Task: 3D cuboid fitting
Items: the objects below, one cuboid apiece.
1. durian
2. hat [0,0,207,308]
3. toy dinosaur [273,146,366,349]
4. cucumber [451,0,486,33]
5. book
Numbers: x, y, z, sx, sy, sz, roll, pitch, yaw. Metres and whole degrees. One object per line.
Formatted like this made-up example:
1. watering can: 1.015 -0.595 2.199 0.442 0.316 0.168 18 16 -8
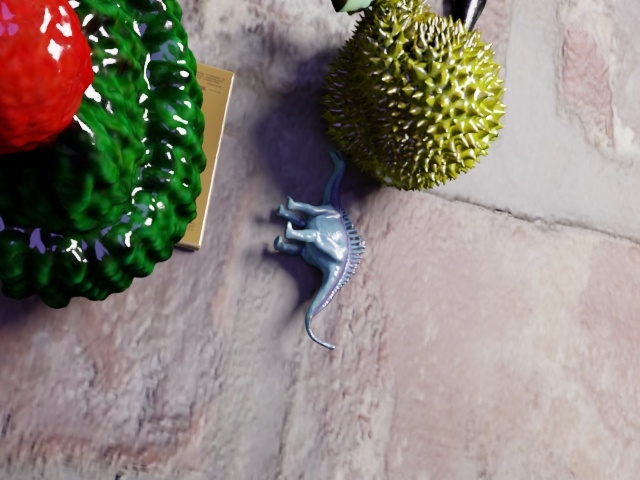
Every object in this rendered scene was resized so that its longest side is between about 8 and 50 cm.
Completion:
1. durian: 0.081 -0.133 0.838 0.146 0.159 0.198 -6 46 -28
2. hat: -0.190 -0.108 0.637 0.242 0.332 0.274 -30 84 -13
3. toy dinosaur: 0.000 0.000 0.835 0.080 0.045 0.198 13 64 -19
4. cucumber: 0.154 -0.259 0.949 0.043 0.039 0.163 9 71 7
5. book: -0.147 -0.086 0.826 0.118 0.012 0.172 14 73 -13
